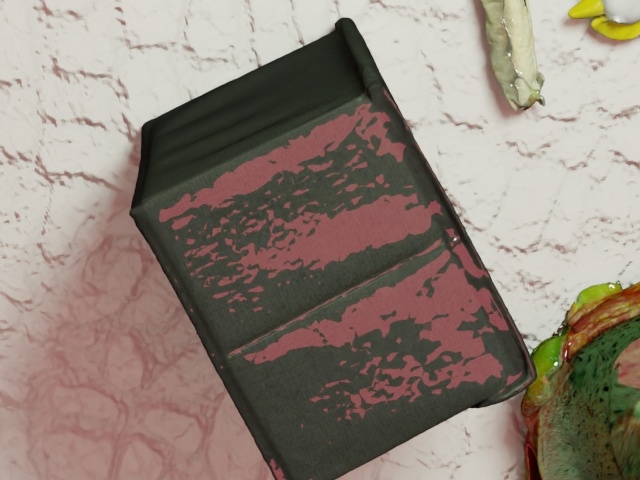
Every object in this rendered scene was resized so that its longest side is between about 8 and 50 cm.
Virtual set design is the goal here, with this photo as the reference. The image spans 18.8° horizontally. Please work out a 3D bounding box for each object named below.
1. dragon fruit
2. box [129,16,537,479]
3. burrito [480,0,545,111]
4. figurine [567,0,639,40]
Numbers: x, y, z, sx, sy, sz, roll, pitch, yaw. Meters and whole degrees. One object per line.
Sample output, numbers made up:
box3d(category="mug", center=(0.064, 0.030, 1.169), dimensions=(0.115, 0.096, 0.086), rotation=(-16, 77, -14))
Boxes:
box3d(category="dragon fruit", center=(0.298, 0.154, 1.676), dimensions=(0.268, 0.130, 0.295), rotation=(10, 98, -4))
box3d(category="box", center=(0.001, 0.000, 1.498), dimensions=(0.204, 0.345, 0.251), rotation=(-27, 103, 3))
box3d(category="burrito", center=(0.155, -0.200, 1.637), dimensions=(0.045, 0.041, 0.185), rotation=(-20, 105, -47))
box3d(category="figurine", center=(0.279, -0.247, 1.624), dimensions=(0.178, 0.109, 0.129), rotation=(-36, 124, 3))
